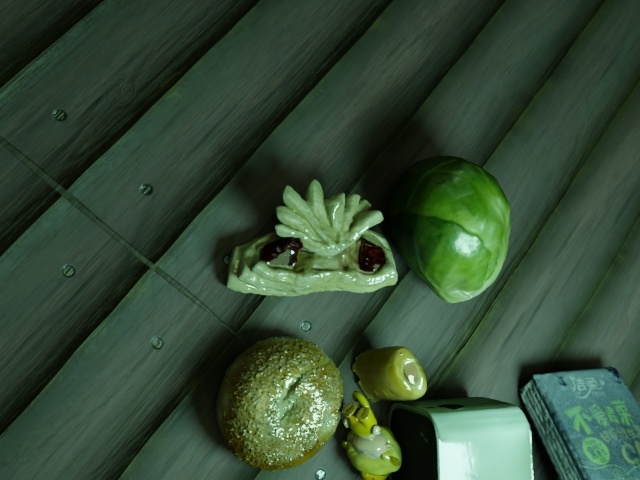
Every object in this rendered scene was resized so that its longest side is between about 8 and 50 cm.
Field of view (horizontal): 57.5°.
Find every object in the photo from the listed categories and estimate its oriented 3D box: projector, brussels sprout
[{"bbox_3d":[0.322,0.509,1.376,0.249,0.248,0.248,2,83,-18],"label":"projector"},{"bbox_3d":[0.316,-0.025,1.435,0.281,0.289,0.355,-33,117,-30],"label":"brussels sprout"}]

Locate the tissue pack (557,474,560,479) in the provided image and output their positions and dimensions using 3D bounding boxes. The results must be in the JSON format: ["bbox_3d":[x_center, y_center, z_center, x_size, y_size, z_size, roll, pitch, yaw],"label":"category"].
[{"bbox_3d":[0.765,0.667,1.565,0.234,0.125,0.159,9,77,-16],"label":"tissue pack"}]

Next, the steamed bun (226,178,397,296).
[{"bbox_3d":[0.000,0.000,1.381,0.427,0.189,0.247,2,75,-17],"label":"steamed bun"}]

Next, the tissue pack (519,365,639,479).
[{"bbox_3d":[0.719,0.519,1.474,0.287,0.124,0.394,1,48,-20],"label":"tissue pack"}]

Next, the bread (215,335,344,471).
[{"bbox_3d":[-0.085,0.363,1.310,0.305,0.159,0.306,2,82,-17],"label":"bread"}]

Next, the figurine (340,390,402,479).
[{"bbox_3d":[0.114,0.467,1.359,0.131,0.156,0.246,-52,140,-39],"label":"figurine"}]

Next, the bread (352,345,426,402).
[{"bbox_3d":[0.164,0.325,1.398,0.085,0.173,0.134,-25,90,-35],"label":"bread"}]
